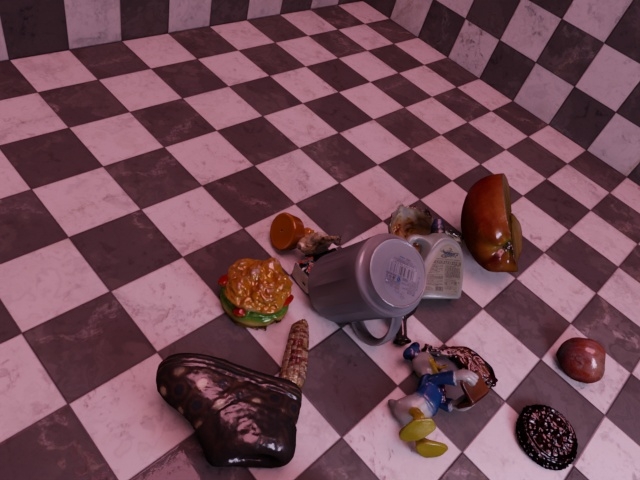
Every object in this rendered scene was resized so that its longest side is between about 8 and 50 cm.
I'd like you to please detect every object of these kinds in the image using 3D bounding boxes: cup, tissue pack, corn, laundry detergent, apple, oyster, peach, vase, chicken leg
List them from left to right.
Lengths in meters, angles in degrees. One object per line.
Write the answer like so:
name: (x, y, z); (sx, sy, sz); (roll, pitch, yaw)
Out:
corn: (-0.073, 0.330, 1.499); (0.080, 0.079, 0.237); (13, 44, -7)
oyster: (0.000, 0.000, 1.745); (0.163, 0.191, 0.081); (-18, 81, -20)
tissue pack: (0.004, 0.099, 1.727); (0.170, 0.090, 0.103); (-20, 55, -33)
cup: (0.150, 0.159, 1.538); (0.237, 0.327, 0.322); (-19, 89, -32)
vase: (0.256, 0.249, 1.668); (0.120, 0.120, 0.182); (7, 61, -12)
oyster: (0.393, -0.023, 1.913); (0.337, 0.197, 0.133); (11, 12, -17)
laundry detergent: (0.390, 0.063, 1.790); (0.215, 0.105, 0.280); (2, 84, -11)
chicken leg: (0.446, 0.384, 1.644); (0.253, 0.051, 0.106); (25, 51, 9)
apple: (0.672, -0.055, 1.941); (0.329, 0.295, 0.365); (31, 39, -3)
peach: (0.867, 0.395, 1.729); (0.152, 0.152, 0.152); (10, 46, -10)

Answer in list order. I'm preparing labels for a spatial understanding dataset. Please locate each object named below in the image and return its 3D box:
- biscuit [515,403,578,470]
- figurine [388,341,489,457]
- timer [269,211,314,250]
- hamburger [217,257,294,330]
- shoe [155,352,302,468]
biscuit: (0.673, 0.581, 1.532); (0.195, 0.053, 0.194); (10, 46, -11)
figurine: (0.327, 0.411, 1.486); (0.284, 0.204, 0.338); (-15, 37, 1)
timer: (-0.080, -0.024, 1.813); (0.152, 0.132, 0.132); (9, 41, -45)
hamburger: (-0.196, 0.147, 1.575); (0.237, 0.148, 0.237); (10, 47, -11)
shoe: (-0.238, 0.434, 1.277); (0.384, 0.171, 0.237); (20, 41, -11)
